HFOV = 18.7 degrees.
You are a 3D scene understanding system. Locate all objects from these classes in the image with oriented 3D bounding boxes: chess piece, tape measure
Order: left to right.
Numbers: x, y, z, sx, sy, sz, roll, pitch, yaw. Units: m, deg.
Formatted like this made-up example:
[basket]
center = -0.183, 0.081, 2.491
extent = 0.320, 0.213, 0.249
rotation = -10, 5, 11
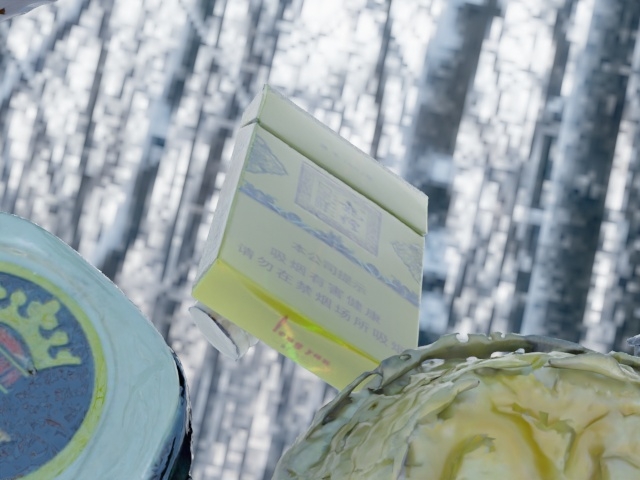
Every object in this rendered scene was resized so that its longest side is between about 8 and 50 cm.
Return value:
[tape measure]
center = -0.154, 0.107, 0.976
extent = 0.235, 0.207, 0.115
rotation = 40, -31, 13
[chess piece]
center = -0.050, 0.045, 1.714
extent = 0.066, 0.122, 0.066
rotation = 43, -19, 19

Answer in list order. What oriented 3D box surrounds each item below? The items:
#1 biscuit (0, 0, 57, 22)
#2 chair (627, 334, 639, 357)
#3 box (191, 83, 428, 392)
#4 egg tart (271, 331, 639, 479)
[biscuit]
center = -0.218, -0.342, 1.376
extent = 0.395, 0.343, 0.166
rotation = -19, -19, 17
[chair]
center = 0.385, 0.103, 1.713
extent = 0.166, 0.272, 0.188
rotation = 5, -5, -35
[box]
center = 0.000, 0.000, 1.336
extent = 0.153, 0.041, 0.279
rotation = 33, 26, -11
[egg tart]
center = 0.111, 0.157, 0.962
extent = 0.315, 0.315, 0.120
rotation = 11, -37, 6
